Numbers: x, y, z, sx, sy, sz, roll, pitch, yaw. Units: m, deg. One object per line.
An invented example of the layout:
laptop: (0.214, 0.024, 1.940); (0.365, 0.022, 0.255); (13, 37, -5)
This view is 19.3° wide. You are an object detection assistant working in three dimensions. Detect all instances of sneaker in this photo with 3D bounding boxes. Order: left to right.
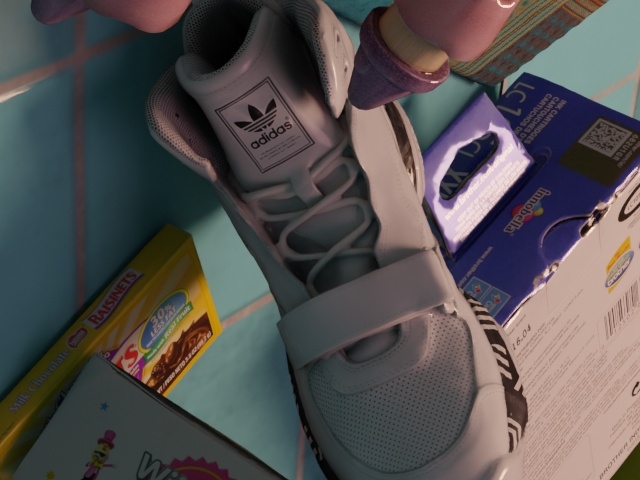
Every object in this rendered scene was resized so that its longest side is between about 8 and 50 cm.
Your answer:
sneaker: (0.000, 0.000, 1.101); (0.137, 0.366, 0.210); (-27, 141, 12)

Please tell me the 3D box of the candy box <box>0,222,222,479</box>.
candy box: (-0.141, 0.093, 1.189); (0.206, 0.027, 0.105); (-50, 146, -27)

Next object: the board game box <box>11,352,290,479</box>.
board game box: (-0.033, 0.200, 1.204); (0.097, 0.224, 0.303); (-56, 156, -7)

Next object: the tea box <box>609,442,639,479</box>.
tea box: (0.338, 0.249, 1.767); (0.220, 0.323, 0.329); (21, 93, -60)

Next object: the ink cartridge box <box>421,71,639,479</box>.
ink cartridge box: (0.158, 0.060, 1.512); (0.270, 0.151, 0.395); (-47, 147, -24)

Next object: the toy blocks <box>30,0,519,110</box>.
toy blocks: (-0.071, -0.207, 0.959); (0.288, 0.309, 0.260); (-1, 144, -46)

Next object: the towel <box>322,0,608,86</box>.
towel: (0.141, -0.225, 1.286); (0.271, 0.040, 0.370); (-36, 159, 19)
